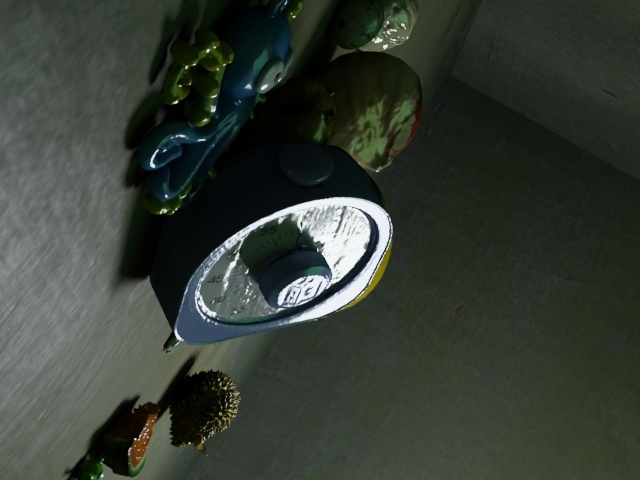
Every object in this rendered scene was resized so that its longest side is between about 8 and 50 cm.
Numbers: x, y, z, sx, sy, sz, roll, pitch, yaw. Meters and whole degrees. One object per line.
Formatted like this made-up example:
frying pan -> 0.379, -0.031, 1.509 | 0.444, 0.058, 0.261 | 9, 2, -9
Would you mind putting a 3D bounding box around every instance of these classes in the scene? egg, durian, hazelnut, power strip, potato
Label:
egg -> 0.069, -0.404, 1.807 | 0.110, 0.085, 0.085 | -53, 175, 17
durian -> -0.293, 0.400, 2.337 | 0.193, 0.137, 0.237 | -23, -159, 8
hazelnut -> 0.071, -0.241, 1.888 | 0.261, 0.241, 0.261 | -15, 173, -2
power strip -> -0.294, 0.200, 2.025 | 0.083, 0.035, 0.055 | -41, 165, -28
potato -> -0.075, -0.141, 1.643 | 0.300, 0.140, 0.173 | -57, -170, 26

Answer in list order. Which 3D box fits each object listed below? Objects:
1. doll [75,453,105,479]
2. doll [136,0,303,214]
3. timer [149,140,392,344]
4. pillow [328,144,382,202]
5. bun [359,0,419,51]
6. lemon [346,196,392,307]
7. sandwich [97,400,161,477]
doll -> -0.468, 0.480, 1.845 | 0.190, 0.050, 0.115 | -52, 174, -37
doll -> -0.120, -0.184, 1.306 | 0.341, 0.099, 0.346 | -64, 170, 24
timer -> -0.063, 0.006, 1.540 | 0.395, 0.173, 0.395 | -20, 148, -13
pillow -> -0.003, -0.109, 1.795 | 0.092, 0.161, 0.335 | -40, -161, -17
bun -> 0.150, -0.467, 2.060 | 0.183, 0.102, 0.183 | -56, 171, -14
lemon -> 0.001, -0.001, 2.089 | 0.336, 0.336, 0.336 | -58, 173, -11
sandwich -> -0.395, 0.405, 1.982 | 0.235, 0.079, 0.159 | 27, 83, -87
